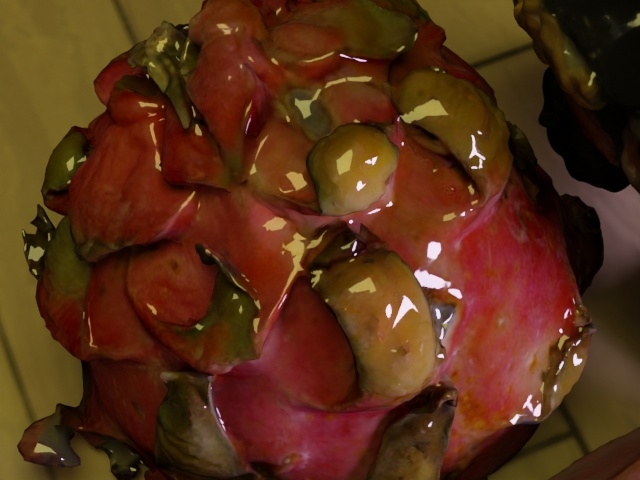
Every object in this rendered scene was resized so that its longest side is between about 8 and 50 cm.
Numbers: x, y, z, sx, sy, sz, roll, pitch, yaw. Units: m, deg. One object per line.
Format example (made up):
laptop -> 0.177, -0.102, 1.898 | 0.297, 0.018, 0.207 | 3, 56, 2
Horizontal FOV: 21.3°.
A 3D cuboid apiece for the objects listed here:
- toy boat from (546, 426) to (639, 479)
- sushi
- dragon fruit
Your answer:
toy boat -> 0.144, 0.165, 0.866 | 0.318, 0.141, 0.099 | -33, 96, -25
sushi -> 0.144, -0.077, 0.861 | 0.064, 0.359, 0.343 | -29, 53, 4
dragon fruit -> 0.000, 0.000, 0.887 | 0.296, 0.263, 0.314 | 28, 65, 14
